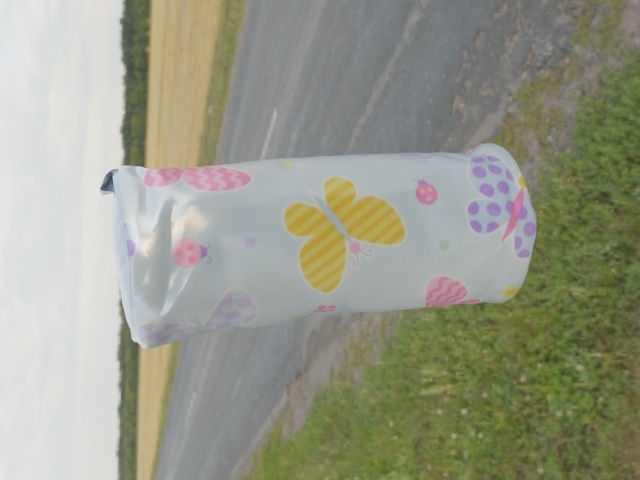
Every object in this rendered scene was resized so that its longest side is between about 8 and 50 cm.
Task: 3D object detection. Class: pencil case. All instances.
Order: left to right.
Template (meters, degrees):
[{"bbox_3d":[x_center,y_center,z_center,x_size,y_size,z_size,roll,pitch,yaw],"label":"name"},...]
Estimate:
[{"bbox_3d":[0.000,0.000,0.487,0.124,0.273,0.113,149,115,-77],"label":"pencil case"}]
